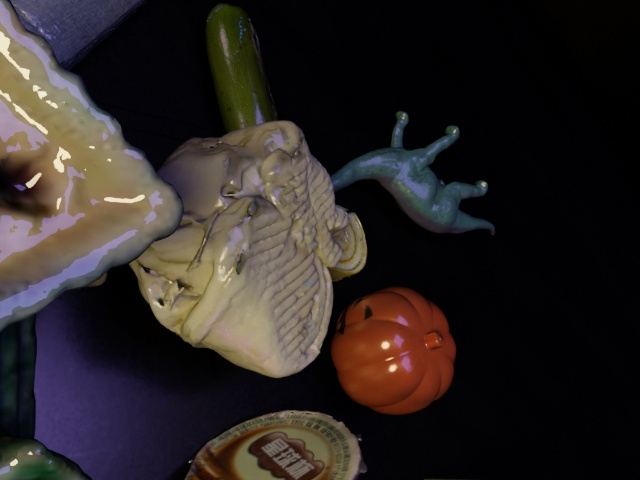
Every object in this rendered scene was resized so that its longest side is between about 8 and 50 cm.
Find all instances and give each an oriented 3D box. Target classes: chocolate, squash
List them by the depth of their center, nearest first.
[{"bbox_3d":[-0.047,0.308,0.640,0.221,0.221,0.147,-21,107,-46],"label":"chocolate"},{"bbox_3d":[-0.108,-0.200,0.840,0.087,0.087,0.331,-8,80,-45],"label":"squash"}]

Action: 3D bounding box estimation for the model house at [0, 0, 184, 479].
[{"bbox_3d":[-0.293,0.063,0.337,0.400,0.395,0.445,9,79,-43],"label":"model house"}]

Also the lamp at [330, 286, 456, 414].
[{"bbox_3d":[0.115,0.160,0.843,0.188,0.164,0.187,17,62,-35],"label":"lamp"}]

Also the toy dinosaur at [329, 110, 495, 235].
[{"bbox_3d":[0.157,-0.053,1.036,0.383,0.129,0.331,51,57,-17],"label":"toy dinosaur"}]

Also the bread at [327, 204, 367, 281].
[{"bbox_3d":[0.000,0.000,0.872,0.156,0.064,0.117,19,57,-36],"label":"bread"}]

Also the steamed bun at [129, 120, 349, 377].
[{"bbox_3d":[-0.107,0.014,0.683,0.280,0.207,0.268,57,43,-48],"label":"steamed bun"}]

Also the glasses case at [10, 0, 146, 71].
[{"bbox_3d":[-0.308,-0.286,0.696,0.109,0.067,0.282,43,48,-20],"label":"glasses case"}]

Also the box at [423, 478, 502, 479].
[{"bbox_3d":[0.265,0.465,0.849,0.148,0.177,0.195,25,57,-35],"label":"box"}]
